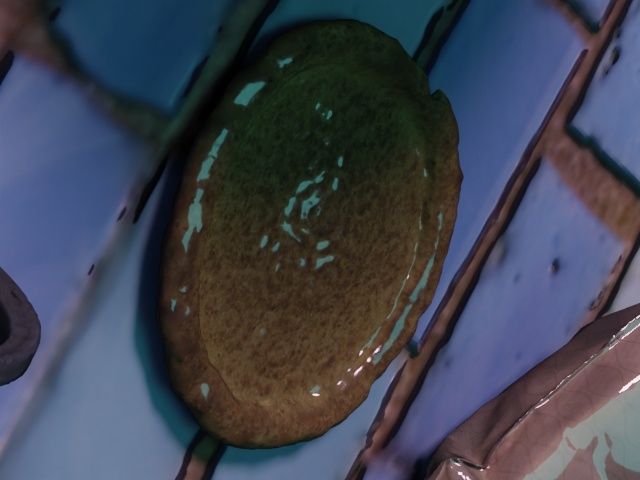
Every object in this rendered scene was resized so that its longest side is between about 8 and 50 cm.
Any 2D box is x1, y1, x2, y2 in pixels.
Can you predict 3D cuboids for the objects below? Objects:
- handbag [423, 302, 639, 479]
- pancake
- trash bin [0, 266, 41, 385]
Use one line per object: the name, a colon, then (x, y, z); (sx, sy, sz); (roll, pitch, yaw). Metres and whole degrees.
handbag: (0.158, 0.144, 1.026); (0.182, 0.117, 0.270); (-39, 133, -11)
pancake: (-0.001, 0.000, 0.865); (0.199, 0.021, 0.199); (-23, 123, -40)
trash bin: (-0.199, 0.055, 0.589); (0.175, 0.175, 0.161); (21, 104, -49)
